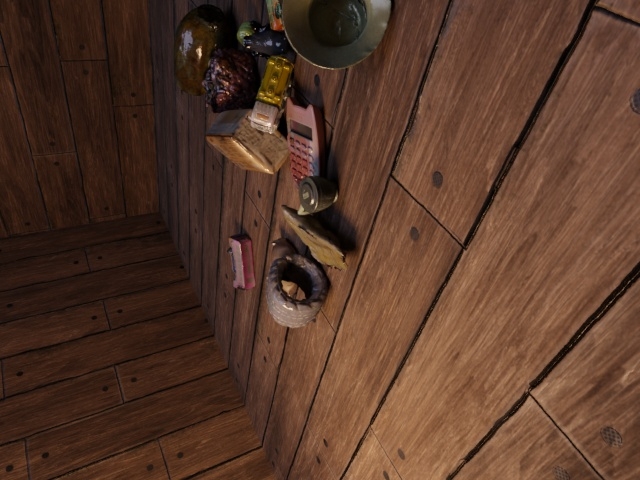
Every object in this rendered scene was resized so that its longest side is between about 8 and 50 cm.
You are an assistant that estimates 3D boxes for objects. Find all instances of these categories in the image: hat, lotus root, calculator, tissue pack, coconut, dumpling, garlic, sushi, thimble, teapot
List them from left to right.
[{"bbox_3d":[-0.484,-0.787,1.937,0.250,0.251,0.346,62,146,26],"label":"lotus root"},{"bbox_3d":[-0.365,-0.620,1.839,0.270,0.171,0.236,-27,78,63],"label":"sushi"},{"bbox_3d":[-0.258,-0.736,1.685,0.088,0.088,0.096,-5,68,62],"label":"coconut"},{"bbox_3d":[-0.247,-0.393,1.722,0.306,0.239,0.238,22,120,58],"label":"tissue pack"},{"bbox_3d":[-0.133,0.129,1.823,0.129,0.148,0.266,3,103,24],"label":"garlic"},{"bbox_3d":[-0.095,0.178,1.640,0.236,0.205,0.172,55,147,21],"label":"thimble"},{"bbox_3d":[-0.048,-0.291,1.529,0.220,0.048,0.329,37,136,49],"label":"calculator"},{"bbox_3d":[-0.003,-0.129,1.444,0.111,0.108,0.149,44,133,44],"label":"teapot"},{"bbox_3d":[0.002,-0.004,1.509,0.332,0.086,0.166,42,165,37],"label":"dumpling"},{"bbox_3d":[0.042,-0.539,1.130,0.130,0.258,0.257,-63,-33,-75],"label":"hat"}]

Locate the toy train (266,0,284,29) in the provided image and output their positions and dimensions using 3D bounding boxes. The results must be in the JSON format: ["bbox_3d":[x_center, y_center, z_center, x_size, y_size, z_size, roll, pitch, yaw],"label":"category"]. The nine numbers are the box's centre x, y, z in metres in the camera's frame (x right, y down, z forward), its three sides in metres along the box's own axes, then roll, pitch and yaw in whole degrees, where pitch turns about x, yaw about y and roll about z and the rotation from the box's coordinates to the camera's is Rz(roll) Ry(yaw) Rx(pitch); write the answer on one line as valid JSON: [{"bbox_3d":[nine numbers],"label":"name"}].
[{"bbox_3d":[-0.119,-0.739,1.438,0.099,0.072,0.187,-172,71,-67],"label":"toy train"}]

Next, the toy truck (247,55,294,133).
[{"bbox_3d":[-0.157,-0.467,1.498,0.114,0.098,0.226,-152,80,-87],"label":"toy truck"}]

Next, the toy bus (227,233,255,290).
[{"bbox_3d":[-0.381,0.110,2.276,0.112,0.090,0.273,22,122,47],"label":"toy bus"}]

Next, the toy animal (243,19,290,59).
[{"bbox_3d":[-0.180,-0.660,1.538,0.210,0.117,0.121,35,125,55],"label":"toy animal"}]
